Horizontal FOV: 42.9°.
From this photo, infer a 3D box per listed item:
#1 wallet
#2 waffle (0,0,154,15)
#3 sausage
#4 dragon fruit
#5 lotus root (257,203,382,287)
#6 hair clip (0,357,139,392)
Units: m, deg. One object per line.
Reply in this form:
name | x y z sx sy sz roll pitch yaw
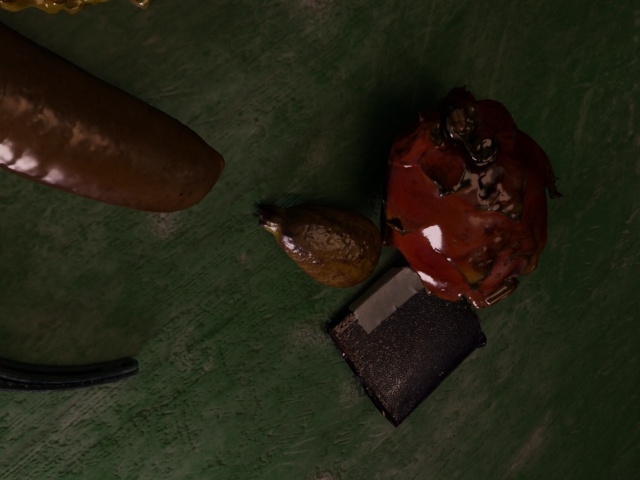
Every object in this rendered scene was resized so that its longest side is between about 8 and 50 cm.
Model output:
wallet | 0.140 0.150 1.297 0.221 0.071 0.262 -40 129 -9
waffle | -0.231 -0.309 0.690 0.243 0.058 0.238 -4 92 -38
sausage | -0.292 -0.139 0.734 0.136 0.123 0.500 -45 135 13
dragon fruit | 0.200 -0.055 1.119 0.315 0.250 0.250 39 86 -31
lotus root | 0.000 0.000 1.075 0.190 0.094 0.108 21 106 -40
hair clip | -0.329 0.144 0.927 0.275 0.048 0.083 18 100 -48
